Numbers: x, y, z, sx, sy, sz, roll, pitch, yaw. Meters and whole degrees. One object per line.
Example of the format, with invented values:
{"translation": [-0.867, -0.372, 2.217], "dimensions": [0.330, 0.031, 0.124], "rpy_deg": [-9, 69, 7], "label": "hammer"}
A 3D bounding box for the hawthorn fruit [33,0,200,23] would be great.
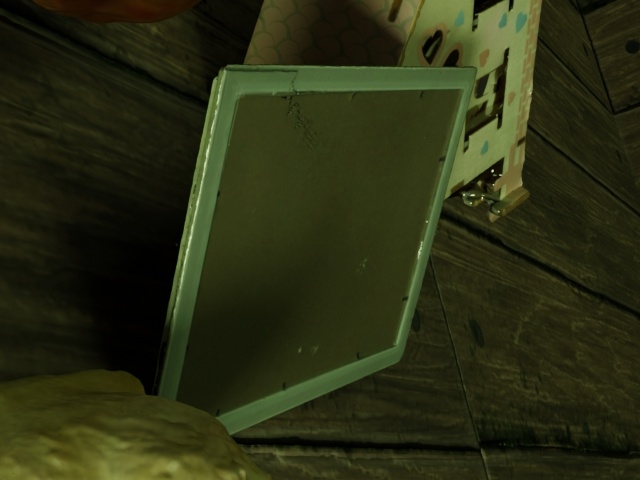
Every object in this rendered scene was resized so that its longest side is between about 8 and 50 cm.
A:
{"translation": [-0.096, -0.273, 0.618], "dimensions": [0.308, 0.308, 0.325], "rpy_deg": [17, 65, -61], "label": "hawthorn fruit"}

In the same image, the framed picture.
{"translation": [0.000, 0.000, 0.728], "dimensions": [0.296, 0.019, 0.232], "rpy_deg": [-11, 119, -57], "label": "framed picture"}

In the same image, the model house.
{"translation": [0.052, -0.138, 0.899], "dimensions": [0.244, 0.169, 0.326], "rpy_deg": [-37, 139, -42], "label": "model house"}

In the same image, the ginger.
{"translation": [-0.098, 0.122, 0.510], "dimensions": [0.193, 0.122, 0.115], "rpy_deg": [-9, 99, -60], "label": "ginger"}
